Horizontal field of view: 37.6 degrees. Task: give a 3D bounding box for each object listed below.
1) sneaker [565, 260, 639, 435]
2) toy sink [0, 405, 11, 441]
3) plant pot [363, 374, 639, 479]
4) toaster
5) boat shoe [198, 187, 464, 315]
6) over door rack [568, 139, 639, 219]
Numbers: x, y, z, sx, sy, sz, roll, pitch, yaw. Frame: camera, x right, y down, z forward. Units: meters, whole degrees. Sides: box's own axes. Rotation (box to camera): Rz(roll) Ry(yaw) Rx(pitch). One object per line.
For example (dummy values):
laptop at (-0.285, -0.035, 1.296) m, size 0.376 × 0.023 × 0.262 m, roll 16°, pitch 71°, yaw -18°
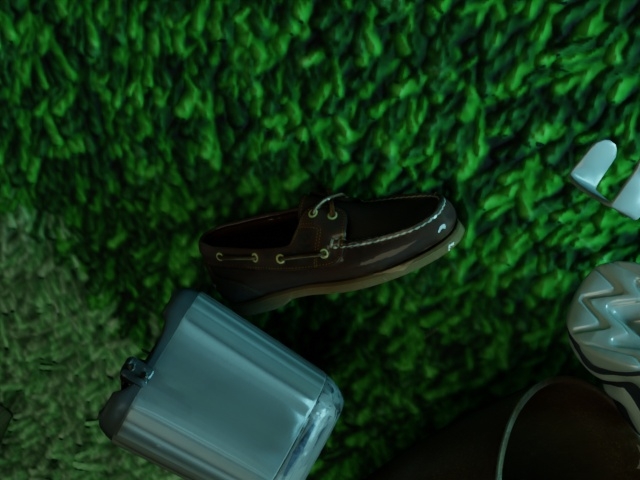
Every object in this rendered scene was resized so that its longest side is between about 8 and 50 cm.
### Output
sneaker at (0.273, 0.106, 0.597) m, size 0.235 × 0.094 × 0.153 m, roll 19°, pitch 164°, yaw 28°
toy sink at (-0.447, 0.179, 0.897) m, size 0.234 × 0.153 × 0.131 m, roll 33°, pitch 121°, yaw 3°
plant pot at (0.112, 0.232, 0.708) m, size 0.230 × 0.215 × 0.215 m, roll -26°, pitch 104°, yaw 43°
toaster at (-0.074, 0.122, 0.709) m, size 0.146 × 0.129 × 0.227 m, roll 30°, pitch 166°, yaw -3°
boat shoe at (0.000, 0.000, 0.692) m, size 0.207 × 0.073 × 0.073 m, roll -17°, pitch 111°, yaw 26°
over door rack at (0.331, -0.073, 0.474) m, size 0.239 × 0.108 × 0.324 m, roll 25°, pitch 123°, yaw -19°
